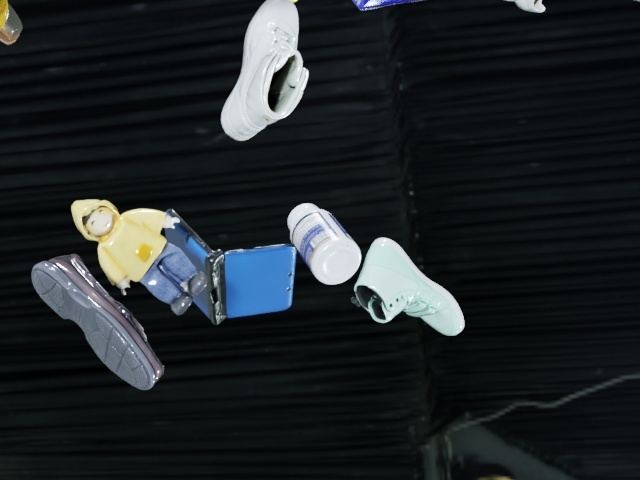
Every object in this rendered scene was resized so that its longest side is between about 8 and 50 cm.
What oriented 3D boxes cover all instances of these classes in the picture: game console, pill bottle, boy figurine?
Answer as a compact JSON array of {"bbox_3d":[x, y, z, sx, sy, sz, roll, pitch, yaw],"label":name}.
[{"bbox_3d":[-0.203,0.049,1.922,0.250,0.173,0.293,44,-26,21],"label":"game console"},{"bbox_3d":[0.000,0.000,1.584,0.169,0.094,0.094,-127,-158,-52],"label":"pill bottle"},{"bbox_3d":[-0.345,0.011,1.639,0.285,0.177,0.092,44,-5,-20],"label":"boy figurine"}]

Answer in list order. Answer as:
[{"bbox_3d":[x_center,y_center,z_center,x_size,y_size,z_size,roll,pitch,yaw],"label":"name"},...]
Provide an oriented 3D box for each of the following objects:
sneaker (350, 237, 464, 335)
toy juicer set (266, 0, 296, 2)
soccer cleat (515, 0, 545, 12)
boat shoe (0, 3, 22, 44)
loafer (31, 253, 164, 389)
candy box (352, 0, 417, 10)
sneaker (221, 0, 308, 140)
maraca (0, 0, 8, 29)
[{"bbox_3d":[0.164,0.132,1.668,0.256,0.094,0.151,44,50,-14],"label":"sneaker"},{"bbox_3d":[-0.036,-0.688,1.966,0.329,0.089,0.209,-43,117,-28],"label":"toy juicer set"},{"bbox_3d":[0.430,-0.544,1.695,0.068,0.076,0.196,-35,144,-33],"label":"soccer cleat"},{"bbox_3d":[-0.811,-0.533,1.888,0.120,0.324,0.122,-50,-172,20],"label":"boat shoe"},{"bbox_3d":[-0.371,0.128,1.502,0.095,0.302,0.109,-36,161,-45],"label":"loafer"},{"bbox_3d":[0.062,-0.479,0.998,0.268,0.122,0.317,55,-33,26],"label":"candy box"},{"bbox_3d":[-0.068,-0.323,1.531,0.108,0.169,0.292,25,69,-29],"label":"sneaker"},{"bbox_3d":[-0.589,-0.399,1.432,0.127,0.099,0.186,-65,166,-5],"label":"maraca"}]
